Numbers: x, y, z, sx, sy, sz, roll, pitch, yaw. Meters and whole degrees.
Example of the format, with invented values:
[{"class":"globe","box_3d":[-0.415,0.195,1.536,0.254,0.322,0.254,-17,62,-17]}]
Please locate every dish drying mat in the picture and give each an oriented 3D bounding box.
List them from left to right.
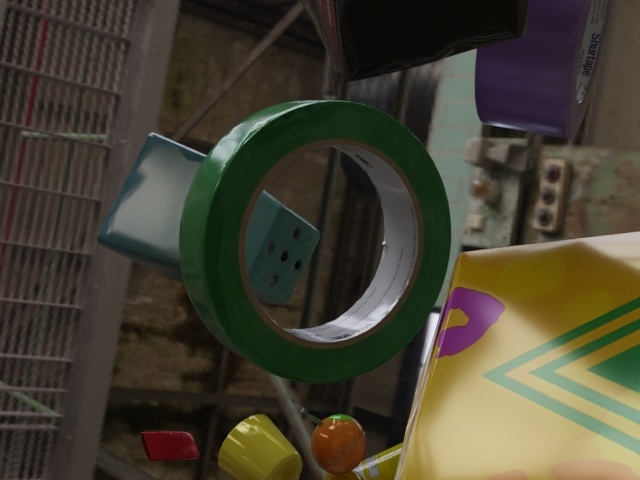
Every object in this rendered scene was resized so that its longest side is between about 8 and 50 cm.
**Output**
[{"class":"dish drying mat","box_3d":[-0.156,0.214,1.011,0.083,0.008,0.032,18,-135,-60]}]

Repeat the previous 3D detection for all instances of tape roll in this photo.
[{"class":"tape roll","box_3d":[0.000,0.000,1.119,0.321,0.077,0.321,-4,-81,-28]},{"class":"tape roll","box_3d":[0.197,-0.186,0.837,0.189,0.080,0.189,14,-90,-71]}]

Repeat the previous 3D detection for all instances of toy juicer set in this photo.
[{"class":"toy juicer set","box_3d":[-0.050,0.315,1.055,0.209,0.089,0.329,-10,-57,-47]}]

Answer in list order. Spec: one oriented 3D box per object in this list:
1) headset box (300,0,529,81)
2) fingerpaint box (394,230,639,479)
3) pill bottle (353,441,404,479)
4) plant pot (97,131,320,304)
[{"class":"headset box","box_3d":[0.018,-0.242,0.505,0.110,0.293,0.218,-16,-44,-7]},{"class":"fingerpaint box","box_3d":[0.289,0.191,0.431,0.445,0.371,0.163,59,-142,-36]},{"class":"pill bottle","box_3d":[0.142,0.287,1.166,0.215,0.117,0.117,-26,-64,3]},{"class":"plant pot","box_3d":[-0.132,-0.011,1.284,0.166,0.234,0.165,35,-102,-54]}]
